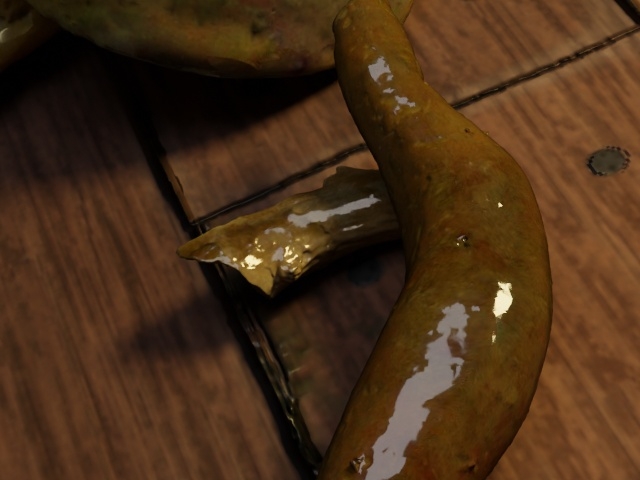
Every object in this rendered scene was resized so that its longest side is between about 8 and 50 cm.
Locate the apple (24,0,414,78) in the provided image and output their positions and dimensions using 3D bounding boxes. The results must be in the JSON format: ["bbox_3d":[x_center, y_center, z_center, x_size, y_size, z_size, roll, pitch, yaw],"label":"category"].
[{"bbox_3d":[-0.050,-0.185,0.934,0.265,0.120,0.193,9,61,-12],"label":"apple"}]

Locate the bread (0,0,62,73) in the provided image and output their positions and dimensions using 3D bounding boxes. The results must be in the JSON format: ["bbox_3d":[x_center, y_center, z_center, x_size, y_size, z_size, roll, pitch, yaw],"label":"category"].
[{"bbox_3d":[-0.225,-0.172,1.029,0.174,0.121,0.245,22,58,40],"label":"bread"}]

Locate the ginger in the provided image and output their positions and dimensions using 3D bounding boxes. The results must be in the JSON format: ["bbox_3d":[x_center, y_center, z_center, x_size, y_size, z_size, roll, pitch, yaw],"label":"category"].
[{"bbox_3d":[-0.003,-0.004,0.853,0.137,0.044,0.057,-21,15,-10],"label":"ginger"}]

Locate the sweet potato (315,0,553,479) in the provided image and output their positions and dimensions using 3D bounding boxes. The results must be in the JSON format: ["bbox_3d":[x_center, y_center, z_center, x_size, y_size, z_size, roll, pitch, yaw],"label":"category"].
[{"bbox_3d":[0.050,0.019,0.773,0.108,0.079,0.346,6,57,-3],"label":"sweet potato"}]
